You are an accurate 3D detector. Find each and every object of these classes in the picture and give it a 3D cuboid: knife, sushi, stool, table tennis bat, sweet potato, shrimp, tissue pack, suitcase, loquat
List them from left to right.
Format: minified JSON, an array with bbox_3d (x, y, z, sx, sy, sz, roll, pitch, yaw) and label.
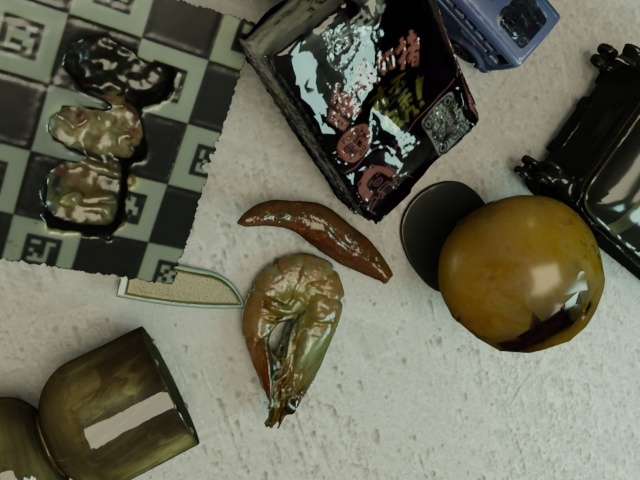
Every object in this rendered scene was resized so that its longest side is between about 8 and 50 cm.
[{"bbox_3d":[-0.314,0.248,1.010,0.264,0.179,0.179,-25,108,-11],"label":"stool"},{"bbox_3d":[-0.285,-0.147,0.985,0.296,0.100,0.373,10,110,-26],"label":"sushi"},{"bbox_3d":[-0.263,0.050,1.060,0.343,0.027,0.061,13,87,-22],"label":"knife"},{"bbox_3d":[-0.050,0.149,1.131,0.145,0.061,0.267,11,98,-17],"label":"shrimp"},{"bbox_3d":[0.000,-0.011,1.109,0.255,0.058,0.078,25,68,-26],"label":"sweet potato"},{"bbox_3d":[0.068,-0.210,1.016,0.245,0.123,0.332,-43,135,-7],"label":"tissue pack"},{"bbox_3d":[0.228,0.032,1.213,0.154,0.021,0.274,-36,107,-7],"label":"table tennis bat"},{"bbox_3d":[0.289,0.046,1.105,0.235,0.235,0.235,-4,103,-16],"label":"loquat"},{"bbox_3d":[0.545,-0.082,1.195,0.434,0.194,0.283,35,91,-22],"label":"suitcase"}]

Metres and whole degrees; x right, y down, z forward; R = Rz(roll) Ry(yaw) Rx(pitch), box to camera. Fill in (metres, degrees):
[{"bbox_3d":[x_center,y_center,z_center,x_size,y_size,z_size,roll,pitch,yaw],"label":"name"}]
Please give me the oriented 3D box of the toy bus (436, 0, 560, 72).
[{"bbox_3d":[0.186,-0.368,1.051,0.292,0.133,0.125,41,89,-21],"label":"toy bus"}]
